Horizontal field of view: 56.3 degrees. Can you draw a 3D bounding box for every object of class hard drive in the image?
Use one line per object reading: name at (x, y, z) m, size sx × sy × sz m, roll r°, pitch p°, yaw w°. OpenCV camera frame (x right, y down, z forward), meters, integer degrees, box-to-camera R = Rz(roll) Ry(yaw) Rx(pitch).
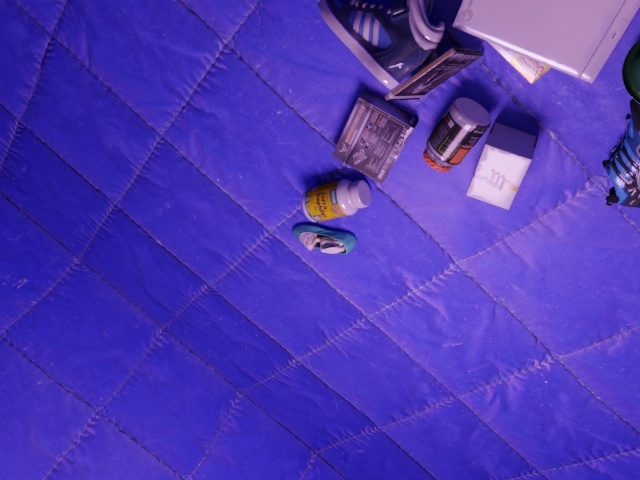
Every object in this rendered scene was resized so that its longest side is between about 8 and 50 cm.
hard drive at (0.506, -0.527, 1.342) m, size 0.353 × 0.047 × 0.233 m, roll 25°, pitch 132°, yaw 7°

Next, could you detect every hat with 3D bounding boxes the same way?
hat at (0.749, -0.376, 1.275) m, size 0.208 × 0.183 × 0.173 m, roll 47°, pitch 111°, yaw 1°

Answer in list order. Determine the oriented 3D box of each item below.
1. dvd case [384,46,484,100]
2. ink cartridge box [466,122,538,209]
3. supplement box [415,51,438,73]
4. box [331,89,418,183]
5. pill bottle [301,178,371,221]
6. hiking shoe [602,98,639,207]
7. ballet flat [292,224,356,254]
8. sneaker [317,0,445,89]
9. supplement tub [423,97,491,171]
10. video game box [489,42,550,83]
dvd case at (0.290, -0.423, 1.531) m, size 0.221 × 0.164 × 0.018 m, roll -30°, pitch 82°, yaw 41°
ink cartridge box at (0.491, -0.201, 1.627) m, size 0.127 × 0.128 × 0.176 m, roll 22°, pitch 135°, yaw 10°
supplement box at (0.267, -0.490, 1.568) m, size 0.062 × 0.036 × 0.098 m, roll -10°, pitch 119°, yaw 34°
box at (0.157, -0.302, 1.770) m, size 0.183 × 0.056 × 0.231 m, roll 30°, pitch 134°, yaw 4°
pill bottle at (0.053, -0.131, 1.924) m, size 0.208 × 0.117 × 0.118 m, roll -10°, pitch 121°, yaw 34°
hiking shoe at (0.768, -0.209, 1.488) m, size 0.132 × 0.113 × 0.304 m, roll 7°, pitch 123°, yaw 38°
ballet flat at (0.000, 0.000, 2.083) m, size 0.247 × 0.087 × 0.083 m, roll 9°, pitch 130°, yaw 22°
sneaker at (0.167, -0.567, 1.505) m, size 0.236 × 0.130 × 0.323 m, roll -43°, pitch 73°, yaw 22°
supplement tub at (0.367, -0.284, 1.632) m, size 0.117 × 0.117 × 0.190 m, roll 33°, pitch 135°, yaw -1°
video game box at (0.506, -0.507, 1.422) m, size 0.205 × 0.048 × 0.187 m, roll 41°, pitch 136°, yaw -8°
